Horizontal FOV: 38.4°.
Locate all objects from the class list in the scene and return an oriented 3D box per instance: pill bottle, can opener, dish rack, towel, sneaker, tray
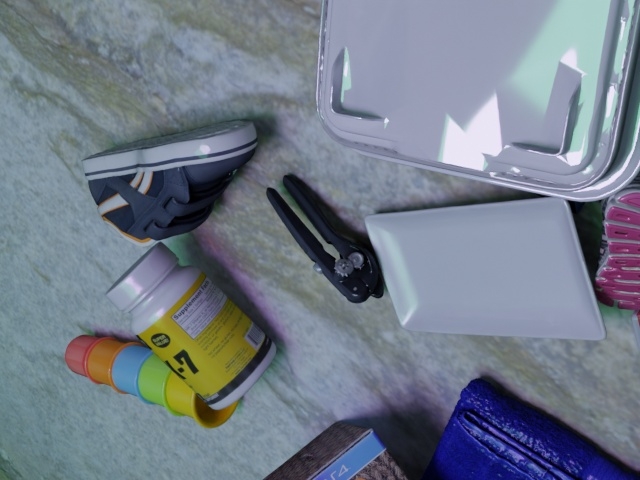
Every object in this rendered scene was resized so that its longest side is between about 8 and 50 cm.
[{"bbox_3d":[-0.167,0.108,1.183,0.208,0.119,0.119,46,135,-10],"label":"pill bottle"},{"bbox_3d":[0.000,0.000,1.052,0.186,0.059,0.073,46,164,17],"label":"can opener"},{"bbox_3d":[0.115,-0.202,0.679,0.285,0.072,0.333,15,112,28],"label":"dish rack"},{"bbox_3d":[0.252,0.314,1.016,0.308,0.076,0.228,32,129,21],"label":"towel"},{"bbox_3d":[0.283,-0.005,0.833,0.063,0.075,0.170,4,140,19],"label":"sneaker"},{"bbox_3d":[0.163,0.027,0.939,0.270,0.030,0.145,-4,112,50],"label":"tray"},{"bbox_3d":[-0.173,-0.068,1.122,0.321,0.126,0.127,-3,107,52],"label":"sneaker"}]

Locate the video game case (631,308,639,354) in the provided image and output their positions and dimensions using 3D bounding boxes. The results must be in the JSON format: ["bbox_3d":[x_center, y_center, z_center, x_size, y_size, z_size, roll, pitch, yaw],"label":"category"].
[{"bbox_3d":[0.437,0.149,0.811,0.285,0.025,0.204,-6,110,40],"label":"video game case"}]

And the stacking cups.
[{"bbox_3d":[-0.257,0.192,1.367,0.316,0.096,0.096,10,119,41],"label":"stacking cups"}]

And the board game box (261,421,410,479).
[{"bbox_3d":[0.070,0.374,1.083,0.291,0.141,0.232,53,168,2],"label":"board game box"}]

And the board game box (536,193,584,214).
[{"bbox_3d":[0.129,-0.117,0.832,0.243,0.165,0.042,30,86,24],"label":"board game box"}]
